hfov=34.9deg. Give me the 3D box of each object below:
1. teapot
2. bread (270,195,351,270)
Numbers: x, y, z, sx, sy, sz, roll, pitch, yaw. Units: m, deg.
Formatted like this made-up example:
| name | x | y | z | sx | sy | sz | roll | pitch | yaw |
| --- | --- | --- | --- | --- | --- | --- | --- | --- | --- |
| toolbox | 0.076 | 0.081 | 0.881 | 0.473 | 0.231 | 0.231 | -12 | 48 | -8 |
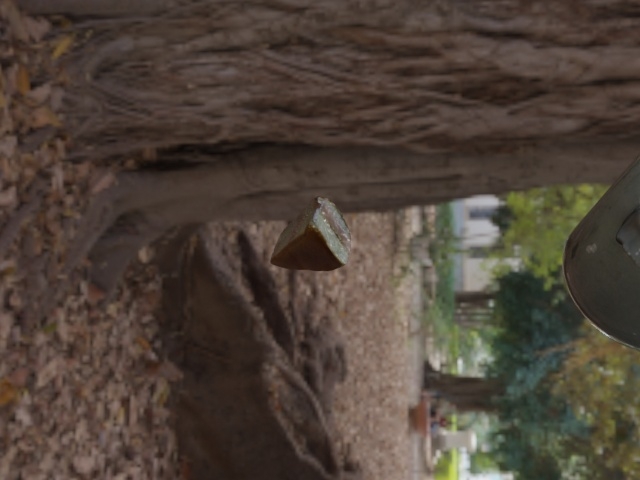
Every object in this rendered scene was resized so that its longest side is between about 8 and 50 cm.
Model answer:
| name | x | y | z | sx | sy | sz | roll | pitch | yaw |
| --- | --- | --- | --- | --- | --- | --- | --- | --- | --- |
| teapot | 0.249 | -0.009 | 0.648 | 0.193 | 0.129 | 0.294 | -55 | 169 | 26 |
| bread | 0.000 | 0.000 | 0.932 | 0.109 | 0.062 | 0.043 | 134 | -24 | -60 |
